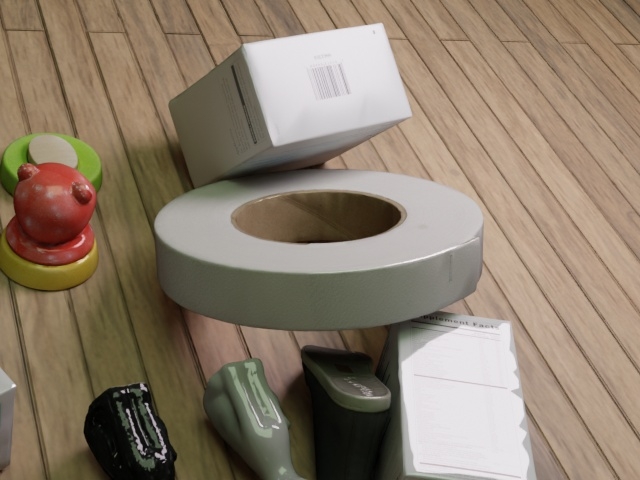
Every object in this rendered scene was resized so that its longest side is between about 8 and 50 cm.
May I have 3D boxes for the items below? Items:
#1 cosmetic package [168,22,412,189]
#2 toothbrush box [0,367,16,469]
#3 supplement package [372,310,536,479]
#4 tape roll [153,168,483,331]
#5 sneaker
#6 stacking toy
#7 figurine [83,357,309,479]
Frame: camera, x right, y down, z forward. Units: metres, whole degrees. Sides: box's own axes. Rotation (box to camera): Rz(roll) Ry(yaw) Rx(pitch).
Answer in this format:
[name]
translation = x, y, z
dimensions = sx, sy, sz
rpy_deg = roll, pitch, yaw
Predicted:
[cosmetic package]
translation = -0.044, -0.173, 1.520
dimensions = 0.224, 0.225, 0.138
rpy_deg = -16, 87, -33
[toothbrush box]
translation = -0.465, 0.132, 1.099
dimensions = 0.216, 0.126, 0.295
rpy_deg = -25, 54, -39
[supplement package]
translation = 0.133, 0.203, 1.212
dimensions = 0.139, 0.133, 0.244
rpy_deg = 10, 38, -6
[tape roll]
translation = 0.000, 0.000, 1.351
dimensions = 0.392, 0.072, 0.392
rpy_deg = -1, 19, 0
[sneaker]
translation = 0.015, 0.189, 1.245
dimensions = 0.083, 0.118, 0.222
rpy_deg = 8, 9, -9
[stacking toy]
translation = -0.402, -0.096, 1.398
dimensions = 0.309, 0.130, 0.279
rpy_deg = 12, 39, -5
[figurine]
translation = -0.101, 0.236, 1.142
dimensions = 0.215, 0.092, 0.209
rpy_deg = -9, 52, -30
